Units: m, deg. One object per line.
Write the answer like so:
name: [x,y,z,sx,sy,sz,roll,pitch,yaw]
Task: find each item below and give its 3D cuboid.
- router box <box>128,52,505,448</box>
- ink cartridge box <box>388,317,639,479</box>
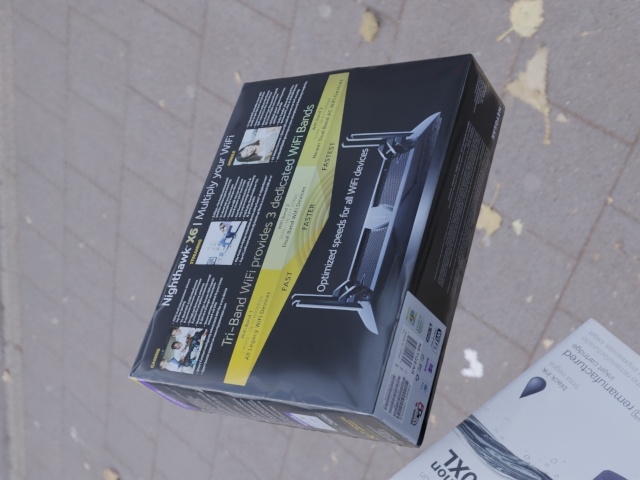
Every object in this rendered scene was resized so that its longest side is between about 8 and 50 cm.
router box: [0.000,0.000,0.740,0.243,0.308,0.081,2,153,36]
ink cartridge box: [0.180,0.201,0.660,0.172,0.237,0.100,44,164,39]
